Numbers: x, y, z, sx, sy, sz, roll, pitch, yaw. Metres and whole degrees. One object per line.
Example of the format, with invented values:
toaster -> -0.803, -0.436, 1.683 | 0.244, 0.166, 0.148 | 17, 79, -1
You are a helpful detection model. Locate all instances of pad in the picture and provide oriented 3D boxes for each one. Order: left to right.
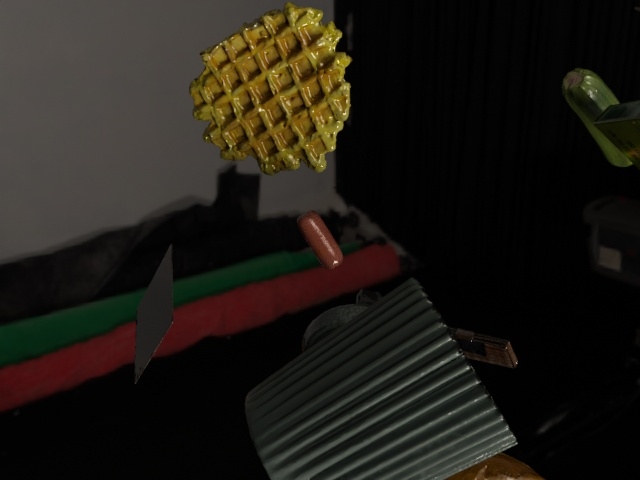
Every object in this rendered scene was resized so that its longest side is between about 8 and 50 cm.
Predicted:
pad -> -0.408, 0.183, 1.787 | 0.004, 0.330, 0.220 | 10, -128, -25

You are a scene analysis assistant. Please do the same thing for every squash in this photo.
squash -> 0.447, -0.188, 1.151 | 0.229, 0.066, 0.066 | 35, 175, -39

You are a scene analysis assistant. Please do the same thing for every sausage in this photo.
sausage -> 0.000, 0.000, 1.785 | 0.062, 0.154, 0.062 | -32, -174, 4

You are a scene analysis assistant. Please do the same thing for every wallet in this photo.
wallet -> 0.375, 0.266, 1.854 | 0.230, 0.124, 0.042 | 11, -117, 33

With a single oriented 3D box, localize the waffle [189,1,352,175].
waffle -> -0.093, -0.264, 1.289 | 0.312, 0.307, 0.060 | 12, -157, 16

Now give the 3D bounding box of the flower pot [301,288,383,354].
flower pot -> 0.086, 0.299, 1.763 | 0.299, 0.299, 0.282 | -2, -138, -1

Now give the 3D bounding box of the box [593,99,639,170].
box -> 0.467, -0.108, 0.893 | 0.173, 0.043, 0.311 | 42, -178, -7

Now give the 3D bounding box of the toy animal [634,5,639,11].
toy animal -> 0.537, -0.400, 1.033 | 0.209, 0.154, 0.325 | 1, 166, 21

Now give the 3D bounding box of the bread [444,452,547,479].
bread -> 0.309, 0.476, 1.301 | 0.270, 0.195, 0.142 | 20, -179, -3

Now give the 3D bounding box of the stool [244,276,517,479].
stool -> 0.085, 0.265, 1.139 | 0.330, 0.297, 0.297 | -32, -158, 5
